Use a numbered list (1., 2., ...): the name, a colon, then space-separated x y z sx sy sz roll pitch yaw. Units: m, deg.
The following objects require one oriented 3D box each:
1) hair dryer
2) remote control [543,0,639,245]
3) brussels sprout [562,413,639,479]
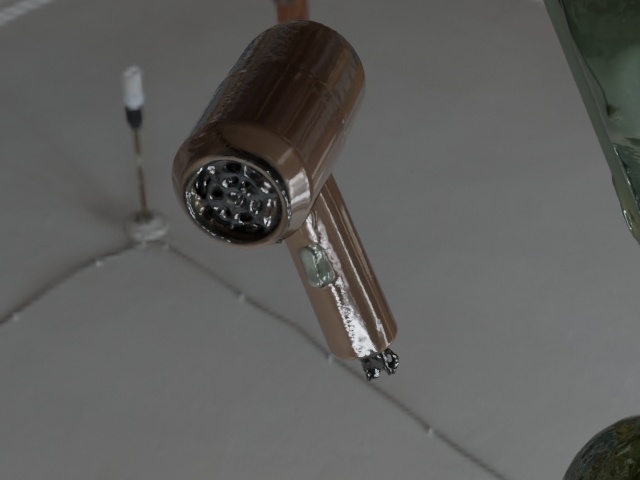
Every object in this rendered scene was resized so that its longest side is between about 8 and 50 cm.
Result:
1. hair dryer: 0.000 0.000 0.564 0.064 0.182 0.117 -10 -148 24
2. remote control: 0.191 0.017 0.513 0.065 0.335 0.128 -42 -147 -20
3. brussels sprout: 0.306 0.271 1.039 0.244 0.244 0.244 0 -139 0
